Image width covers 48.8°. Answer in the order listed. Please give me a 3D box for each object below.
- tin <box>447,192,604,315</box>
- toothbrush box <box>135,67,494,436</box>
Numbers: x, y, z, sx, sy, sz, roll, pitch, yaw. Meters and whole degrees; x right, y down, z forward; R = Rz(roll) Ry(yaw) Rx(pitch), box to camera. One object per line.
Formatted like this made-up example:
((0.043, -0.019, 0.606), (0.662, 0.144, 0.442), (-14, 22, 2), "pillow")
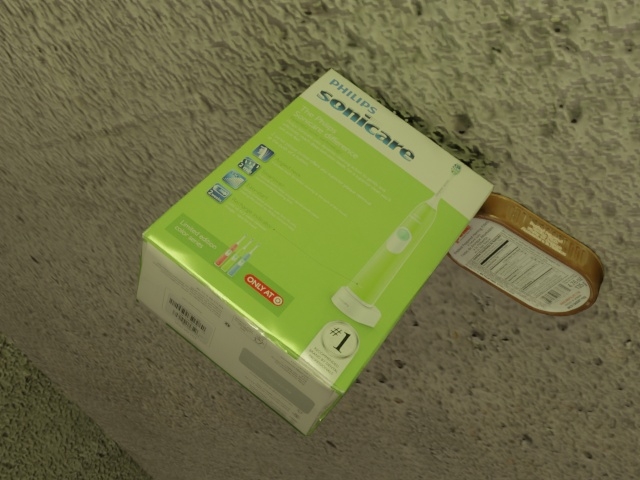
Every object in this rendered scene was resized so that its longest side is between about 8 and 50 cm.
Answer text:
((0.219, 0.018, 0.775), (0.189, 0.040, 0.106), (31, 141, -2), "tin")
((0.000, 0.000, 0.665), (0.206, 0.283, 0.122), (36, 146, 7), "toothbrush box")
